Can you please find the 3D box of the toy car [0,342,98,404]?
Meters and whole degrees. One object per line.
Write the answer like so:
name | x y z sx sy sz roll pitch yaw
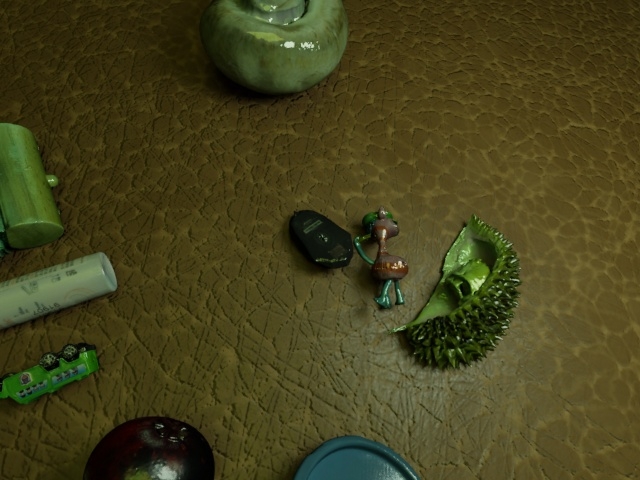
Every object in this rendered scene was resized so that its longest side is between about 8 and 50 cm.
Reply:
toy car | -0.460 0.225 0.674 0.165 0.071 0.062 -23 84 -17

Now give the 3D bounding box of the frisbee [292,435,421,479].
frisbee | 0.072 0.442 0.601 0.289 0.049 0.289 23 33 -17

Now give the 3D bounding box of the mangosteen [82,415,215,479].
mangosteen | -0.253 0.359 0.587 0.200 0.200 0.200 3 65 -6

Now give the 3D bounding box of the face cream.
face cream | -0.513 0.100 0.719 0.269 0.082 0.082 -20 69 -15

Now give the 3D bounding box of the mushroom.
mushroom | -0.108 -0.510 0.958 0.352 0.260 0.352 2 60 -3

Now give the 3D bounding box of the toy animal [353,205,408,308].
toy animal | 0.120 0.034 0.826 0.103 0.100 0.208 -2 69 -7

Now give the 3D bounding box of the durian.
durian | 0.306 0.113 0.827 0.169 0.157 0.355 18 57 42

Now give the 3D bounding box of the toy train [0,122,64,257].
toy train | -0.628 -0.100 0.792 0.189 0.126 0.307 -8 62 -47

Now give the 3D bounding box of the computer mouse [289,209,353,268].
computer mouse | 0.000 0.000 0.849 0.099 0.057 0.172 -35 62 -19
